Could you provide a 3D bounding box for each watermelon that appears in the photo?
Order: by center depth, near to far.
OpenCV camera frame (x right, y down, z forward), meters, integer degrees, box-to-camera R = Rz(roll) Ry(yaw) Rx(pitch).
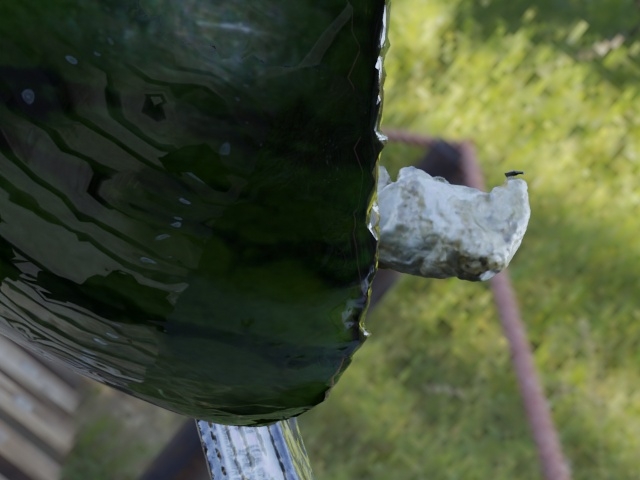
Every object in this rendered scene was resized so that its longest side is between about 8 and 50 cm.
[{"bbox_3d":[-0.081,-0.100,0.565,0.189,0.330,0.331,-1,22,-1],"label":"watermelon"}]

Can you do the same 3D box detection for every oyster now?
[{"bbox_3d":[-0.001,-0.003,1.025,0.106,0.200,0.061,32,51,-41],"label":"oyster"}]

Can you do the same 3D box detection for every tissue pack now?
[{"bbox_3d":[-0.041,0.185,1.498,0.173,0.073,0.235,68,2,-51],"label":"tissue pack"}]
